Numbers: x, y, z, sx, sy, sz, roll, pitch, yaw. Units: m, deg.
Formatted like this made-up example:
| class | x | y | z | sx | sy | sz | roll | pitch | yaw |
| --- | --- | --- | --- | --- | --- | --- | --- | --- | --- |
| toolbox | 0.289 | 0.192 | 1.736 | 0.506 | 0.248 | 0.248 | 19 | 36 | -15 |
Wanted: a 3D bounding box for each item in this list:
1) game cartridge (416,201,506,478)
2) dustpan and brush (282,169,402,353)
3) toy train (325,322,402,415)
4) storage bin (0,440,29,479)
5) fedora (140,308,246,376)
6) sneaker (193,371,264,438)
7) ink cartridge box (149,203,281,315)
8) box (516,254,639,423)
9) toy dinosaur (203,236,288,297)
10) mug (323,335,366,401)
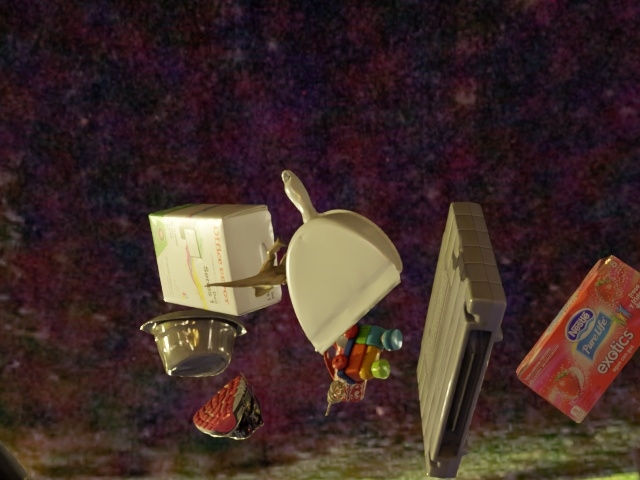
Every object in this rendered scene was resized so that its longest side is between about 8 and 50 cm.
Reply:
| class | x | y | z | sx | sy | sz | roll | pitch | yaw |
| --- | --- | --- | --- | --- | --- | --- | --- | --- | --- |
| game cartridge | 0.199 | 0.146 | 1.082 | 0.068 | 0.230 | 0.355 | 7 | 127 | 2 |
| dustpan and brush | 0.000 | 0.000 | 0.831 | 0.147 | 0.211 | 0.060 | -46 | 158 | 29 |
| toy train | 0.109 | 0.324 | 1.825 | 0.143 | 0.248 | 0.105 | -7 | 142 | 43 |
| storage bin | -0.695 | 0.491 | 1.534 | 0.091 | 0.135 | 0.098 | -31 | -170 | 30 |
| fedora | -0.309 | 0.261 | 1.801 | 0.275 | 0.124 | 0.244 | -21 | 150 | 36 |
| sneaker | -0.163 | 0.337 | 1.447 | 0.121 | 0.112 | 0.299 | -43 | 176 | -5 |
| ink cartridge box | -0.222 | 0.032 | 1.532 | 0.117 | 0.201 | 0.278 | -17 | -166 | -41 |
| box | 0.531 | 0.189 | 1.454 | 0.142 | 0.300 | 0.154 | 37 | -176 | 13 |
| toy dinosaur | -0.063 | 0.045 | 0.980 | 0.092 | 0.053 | 0.183 | -49 | 160 | 23 |
| mug | 0.085 | 0.370 | 2.176 | 0.113 | 0.169 | 0.150 | -3 | -160 | -26 |
